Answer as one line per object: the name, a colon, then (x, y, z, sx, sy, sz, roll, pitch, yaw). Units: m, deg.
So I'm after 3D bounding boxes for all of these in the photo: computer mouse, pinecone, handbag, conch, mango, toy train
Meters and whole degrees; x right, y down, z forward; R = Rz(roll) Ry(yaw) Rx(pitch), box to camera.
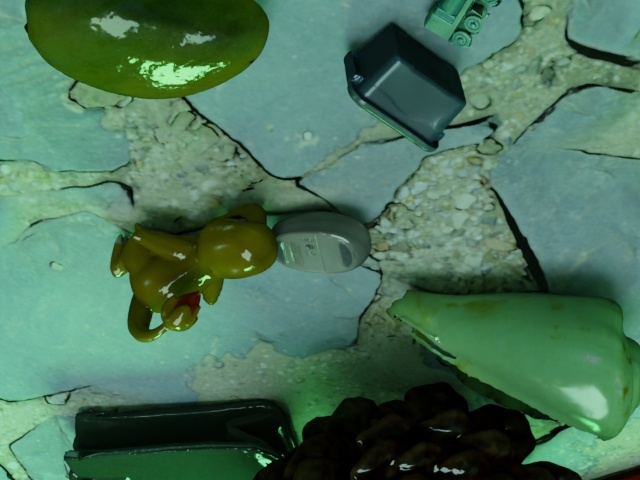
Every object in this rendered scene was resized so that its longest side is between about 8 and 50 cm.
computer mouse: (0.001, -0.002, 1.400, 0.096, 0.039, 0.066, 2, 138, 15)
pinecone: (0.097, 0.339, 1.535, 0.398, 0.398, 0.398, 3, 138, 3)
handbag: (-0.142, 0.285, 1.705, 0.260, 0.079, 0.247, -4, 137, 11)
conch: (0.199, 0.117, 1.455, 0.250, 0.143, 0.137, 4, 98, 20)
mango: (-0.143, -0.165, 1.198, 0.191, 0.085, 0.122, 17, 134, -11)
toy train: (0.120, -0.194, 1.183, 0.045, 0.029, 0.092, 30, 131, -3)

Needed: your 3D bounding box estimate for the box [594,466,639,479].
box: (0.347, 0.340, 1.724, 0.240, 0.074, 0.153, -24, 134, 27)

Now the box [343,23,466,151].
box: (0.072, -0.129, 1.231, 0.099, 0.074, 0.054, 32, 118, -26)

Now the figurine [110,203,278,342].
figurine: (-0.117, 0.033, 1.388, 0.176, 0.122, 0.121, -24, 128, 30)
